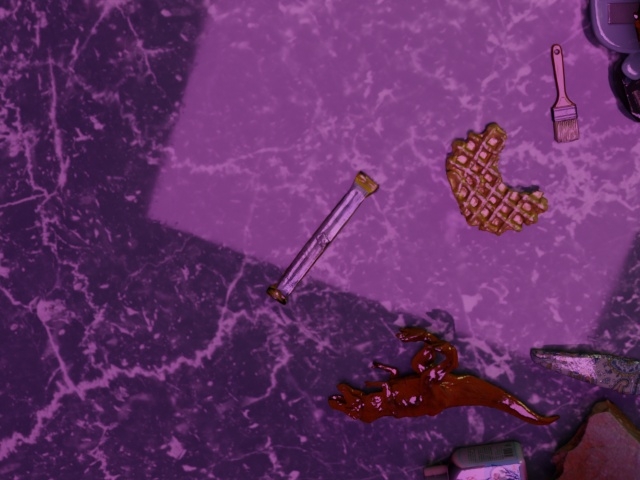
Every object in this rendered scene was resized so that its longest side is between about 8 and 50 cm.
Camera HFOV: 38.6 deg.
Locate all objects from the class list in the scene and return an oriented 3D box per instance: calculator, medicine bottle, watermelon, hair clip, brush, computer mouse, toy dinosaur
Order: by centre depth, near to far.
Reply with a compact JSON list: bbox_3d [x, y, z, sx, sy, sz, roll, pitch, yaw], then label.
[{"bbox_3d":[0.533,-0.407,1.498,0.184,0.042,0.295,-1,97,1],"label":"calculator"},{"bbox_3d":[0.541,-0.250,1.541,0.079,0.047,0.135,-24,85,-4],"label":"computer mouse"},{"bbox_3d":[0.416,-0.253,1.572,0.043,0.014,0.169,-9,101,7],"label":"brush"},{"bbox_3d":[0.500,0.458,1.581,0.264,0.151,0.302,-49,56,15],"label":"watermelon"},{"bbox_3d":[0.497,0.234,1.661,0.229,0.036,0.066,12,97,4],"label":"hair clip"},{"bbox_3d":[0.221,0.258,1.670,0.433,0.097,0.208,0,117,10],"label":"toy dinosaur"},{"bbox_3d":[0.291,0.452,1.704,0.188,0.094,0.119,-9,103,8],"label":"medicine bottle"}]

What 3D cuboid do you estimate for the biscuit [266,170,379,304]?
[{"bbox_3d":[0.000,0.000,1.671,0.048,0.026,0.292,39,104,1],"label":"biscuit"}]

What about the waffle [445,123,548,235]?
[{"bbox_3d":[0.305,-0.102,1.600,0.149,0.051,0.194,-20,95,10],"label":"waffle"}]

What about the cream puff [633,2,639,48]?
[{"bbox_3d":[0.639,-0.359,1.375,0.351,0.229,0.350,-2,96,-16],"label":"cream puff"}]
